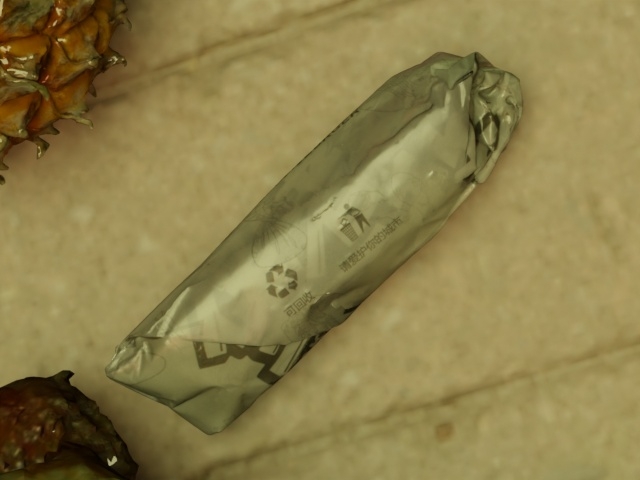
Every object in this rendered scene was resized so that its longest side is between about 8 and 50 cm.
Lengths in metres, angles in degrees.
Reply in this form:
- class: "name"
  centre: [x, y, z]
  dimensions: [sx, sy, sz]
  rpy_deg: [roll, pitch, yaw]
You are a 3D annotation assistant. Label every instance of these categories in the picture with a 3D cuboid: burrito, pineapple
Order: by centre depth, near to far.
- class: "pineapple"
  centre: [-0.125, -0.120, 0.783]
  dimensions: [0.137, 0.161, 0.176]
  rpy_deg: [-27, 83, -3]
- class: "burrito"
  centre: [0.000, 0.001, 0.798]
  dimensions: [0.203, 0.064, 0.064]
  rpy_deg: [-44, 80, 4]

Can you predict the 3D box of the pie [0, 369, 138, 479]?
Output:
- class: "pie"
  centre: [-0.126, 0.240, 0.626]
  dimensions: [0.395, 0.418, 0.180]
  rpy_deg: [31, 131, 31]
